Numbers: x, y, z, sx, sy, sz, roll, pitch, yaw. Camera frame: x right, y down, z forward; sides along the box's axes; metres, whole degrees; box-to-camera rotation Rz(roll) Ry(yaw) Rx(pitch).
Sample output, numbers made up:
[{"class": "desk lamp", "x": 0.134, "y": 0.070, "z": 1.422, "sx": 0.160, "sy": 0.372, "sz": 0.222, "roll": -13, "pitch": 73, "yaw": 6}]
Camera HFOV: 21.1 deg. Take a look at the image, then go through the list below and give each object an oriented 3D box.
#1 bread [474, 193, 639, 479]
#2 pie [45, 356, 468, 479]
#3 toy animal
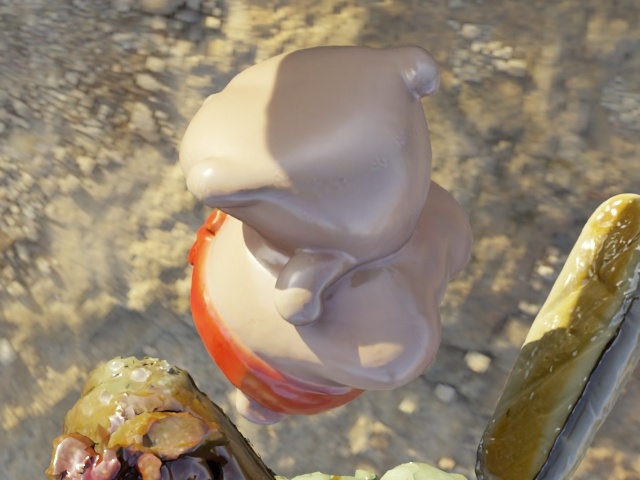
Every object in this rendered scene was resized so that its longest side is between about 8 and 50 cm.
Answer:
[{"class": "bread", "x": 0.162, "y": 0.073, "z": 1.053, "sx": 0.053, "sy": 0.073, "sz": 0.214, "roll": 36, "pitch": 76, "yaw": -41}, {"class": "pie", "x": -0.002, "y": 0.192, "z": 0.608, "sx": 0.274, "sy": 0.105, "sz": 0.257, "roll": 26, "pitch": 54, "yaw": -39}, {"class": "toy animal", "x": 0.000, "y": 0.000, "z": 0.937, "sx": 0.171, "sy": 0.171, "sz": 0.197, "roll": -19, "pitch": 132, "yaw": -15}]
